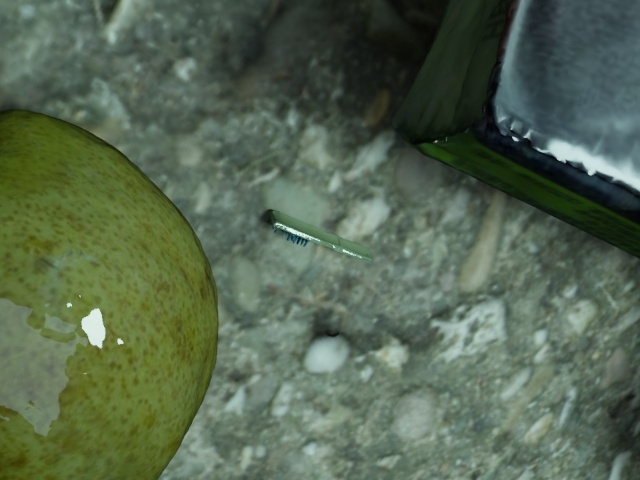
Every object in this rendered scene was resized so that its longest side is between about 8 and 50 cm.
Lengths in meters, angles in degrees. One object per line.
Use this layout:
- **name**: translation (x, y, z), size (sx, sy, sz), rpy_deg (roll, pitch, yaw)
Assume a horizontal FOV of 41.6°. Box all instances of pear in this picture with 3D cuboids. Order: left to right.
- **pear**: translation (-0.167, 0.055, 0.458), size (0.228, 0.188, 0.211), rpy_deg (-33, 110, 1)

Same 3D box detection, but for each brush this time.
- **brush**: translation (0.000, 0.000, 0.588), size (0.083, 0.016, 0.013), rpy_deg (20, 122, -26)

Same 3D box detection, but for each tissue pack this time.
- **tissue pack**: translation (0.272, -0.106, 0.482), size (0.394, 0.124, 0.288), rpy_deg (24, 83, -17)
